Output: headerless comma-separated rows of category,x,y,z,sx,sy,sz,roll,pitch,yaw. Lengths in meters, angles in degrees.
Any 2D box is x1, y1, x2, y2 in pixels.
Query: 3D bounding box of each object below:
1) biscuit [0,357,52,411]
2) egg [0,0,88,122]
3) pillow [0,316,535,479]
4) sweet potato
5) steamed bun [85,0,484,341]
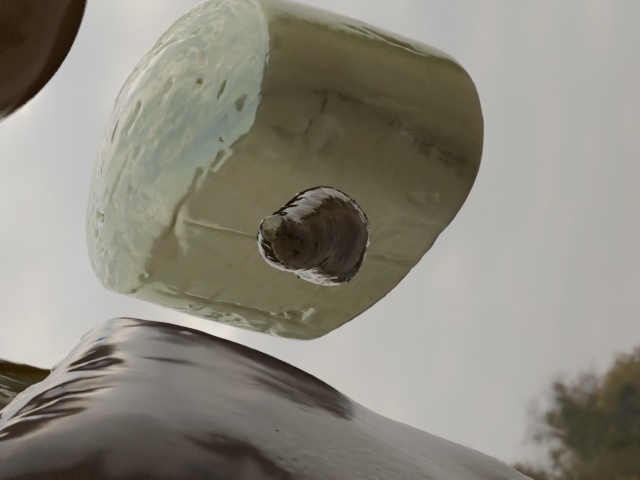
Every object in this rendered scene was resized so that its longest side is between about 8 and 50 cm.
biscuit,-0.203,0.155,1.098,0.062,0.236,0.290,-62,-31,1
egg,-0.341,-0.244,1.173,0.374,0.301,0.301,-116,22,-52
pillow,0.000,0.132,0.650,0.308,0.305,0.108,-76,8,-82
sweet potato,0.000,0.000,1.067,0.243,0.077,0.077,-17,-57,-85
steamed bun,-0.065,-0.101,1.677,0.456,0.371,0.290,-44,42,41
